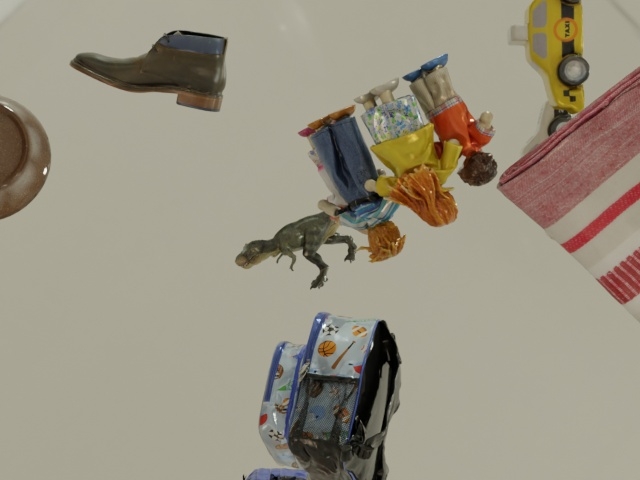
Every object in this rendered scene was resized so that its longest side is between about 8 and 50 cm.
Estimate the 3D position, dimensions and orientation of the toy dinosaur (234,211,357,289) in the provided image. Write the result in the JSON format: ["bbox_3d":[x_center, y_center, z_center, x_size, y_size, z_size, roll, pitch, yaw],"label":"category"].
[{"bbox_3d":[0.000,0.000,2.484,0.118,0.268,0.064,61,-8,-18],"label":"toy dinosaur"}]

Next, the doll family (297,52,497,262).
[{"bbox_3d":[0.063,-0.067,1.602,0.263,0.118,0.163,-25,-88,45],"label":"doll family"}]

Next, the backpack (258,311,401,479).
[{"bbox_3d":[0.027,0.247,2.416,0.213,0.263,0.276,14,-24,13],"label":"backpack"}]

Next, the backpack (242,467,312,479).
[{"bbox_3d":[-0.050,0.269,1.515,0.101,0.098,0.120,9,10,3],"label":"backpack"}]

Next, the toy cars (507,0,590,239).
[{"bbox_3d":[0.265,-0.162,1.848,0.176,0.087,0.394,-87,174,-46],"label":"toy cars"}]

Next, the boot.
[{"bbox_3d":[-0.234,-0.257,2.176,0.219,0.106,0.082,14,13,-12],"label":"boot"}]

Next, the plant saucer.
[{"bbox_3d":[-0.466,-0.120,2.112,0.198,0.198,0.036,45,-22,11],"label":"plant saucer"}]

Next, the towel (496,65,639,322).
[{"bbox_3d":[0.346,-0.004,1.348,0.329,0.237,0.037,43,36,-10],"label":"towel"}]
